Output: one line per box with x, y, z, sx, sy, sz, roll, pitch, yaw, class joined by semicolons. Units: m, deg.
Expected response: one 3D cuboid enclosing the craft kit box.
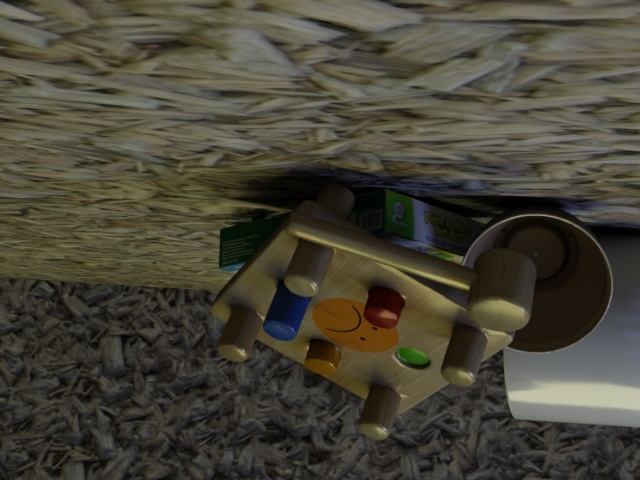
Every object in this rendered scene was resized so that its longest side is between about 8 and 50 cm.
0.054;0.012;1.439;0.250;0.061;0.246;-12;159;38;craft kit box

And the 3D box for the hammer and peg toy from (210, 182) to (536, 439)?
0.055;0.052;1.245;0.266;0.127;0.361;30;145;-10;hammer and peg toy

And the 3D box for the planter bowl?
0.236;0.029;1.356;0.162;0.162;0.109;2;-159;9;planter bowl

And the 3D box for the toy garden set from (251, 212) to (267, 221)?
0.000;0.000;1.649;0.244;0.049;0.204;4;172;-18;toy garden set

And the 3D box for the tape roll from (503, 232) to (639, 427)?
0.334;0.111;1.560;0.169;0.246;0.246;1;174;18;tape roll
